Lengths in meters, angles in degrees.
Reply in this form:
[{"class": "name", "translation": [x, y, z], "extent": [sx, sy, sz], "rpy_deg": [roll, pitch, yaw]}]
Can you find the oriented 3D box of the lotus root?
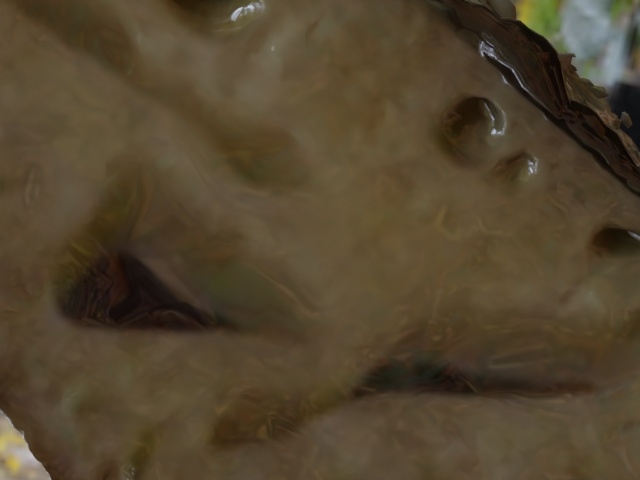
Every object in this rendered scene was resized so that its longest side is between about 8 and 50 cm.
[{"class": "lotus root", "translation": [0.000, 0.000, 0.480], "extent": [0.170, 0.260, 0.074], "rpy_deg": [-39, 17, 9]}]
